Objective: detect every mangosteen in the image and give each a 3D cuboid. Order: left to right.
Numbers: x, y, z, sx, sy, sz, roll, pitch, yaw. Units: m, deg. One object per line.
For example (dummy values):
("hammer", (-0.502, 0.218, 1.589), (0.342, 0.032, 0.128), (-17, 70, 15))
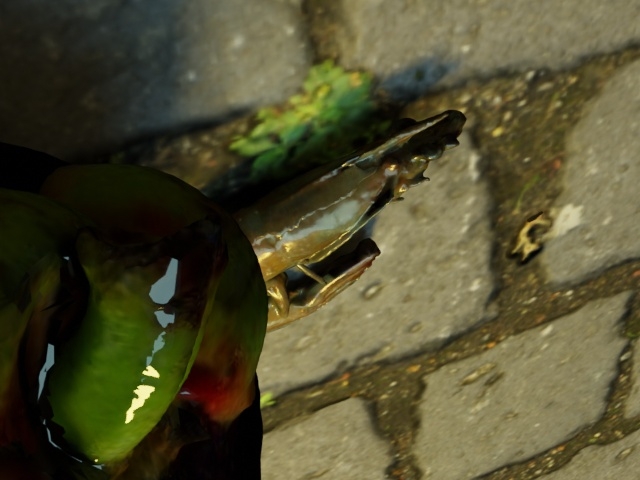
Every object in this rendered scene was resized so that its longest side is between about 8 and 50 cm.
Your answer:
("mangosteen", (-0.145, 0.096, 0.437), (0.360, 0.306, 0.306), (-15, 148, 32))

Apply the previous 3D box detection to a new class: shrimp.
("shrimp", (-0.001, -0.002, 0.647), (0.251, 0.052, 0.143), (-31, 150, 14))
